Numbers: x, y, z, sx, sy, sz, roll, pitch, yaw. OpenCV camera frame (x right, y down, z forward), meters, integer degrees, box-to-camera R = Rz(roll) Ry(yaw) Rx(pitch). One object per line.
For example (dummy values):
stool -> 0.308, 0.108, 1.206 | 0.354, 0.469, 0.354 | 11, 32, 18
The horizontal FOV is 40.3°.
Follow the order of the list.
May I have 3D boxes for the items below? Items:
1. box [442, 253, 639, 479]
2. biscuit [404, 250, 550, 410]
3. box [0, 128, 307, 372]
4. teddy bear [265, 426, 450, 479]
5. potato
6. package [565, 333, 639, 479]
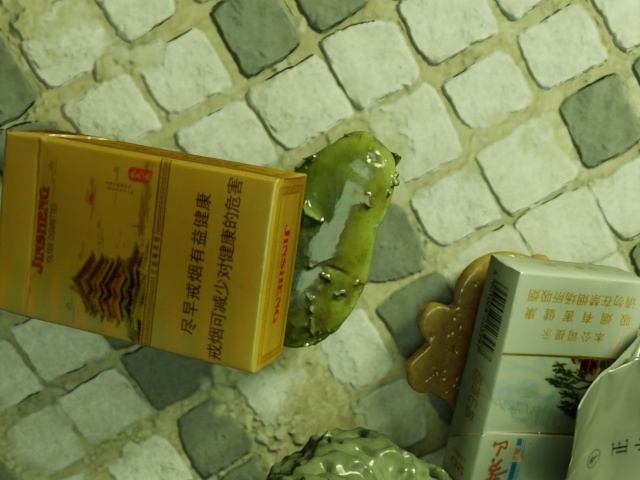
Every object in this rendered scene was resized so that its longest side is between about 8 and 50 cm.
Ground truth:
box -> 0.218, 0.137, 0.859 | 0.149, 0.067, 0.233 | 6, 104, -17
biscuit -> 0.163, 0.089, 0.888 | 0.133, 0.027, 0.184 | 18, 100, -11
box -> -0.161, 0.002, 0.800 | 0.274, 0.076, 0.174 | 11, 99, 17
teddy bear -> 0.078, 0.342, 0.818 | 0.367, 0.224, 0.357 | 34, 141, -2
potato -> 0.000, 0.000, 0.837 | 0.117, 0.090, 0.226 | 24, 100, -6
package -> 0.309, 0.180, 0.841 | 0.250, 0.062, 0.204 | -20, 121, -30
